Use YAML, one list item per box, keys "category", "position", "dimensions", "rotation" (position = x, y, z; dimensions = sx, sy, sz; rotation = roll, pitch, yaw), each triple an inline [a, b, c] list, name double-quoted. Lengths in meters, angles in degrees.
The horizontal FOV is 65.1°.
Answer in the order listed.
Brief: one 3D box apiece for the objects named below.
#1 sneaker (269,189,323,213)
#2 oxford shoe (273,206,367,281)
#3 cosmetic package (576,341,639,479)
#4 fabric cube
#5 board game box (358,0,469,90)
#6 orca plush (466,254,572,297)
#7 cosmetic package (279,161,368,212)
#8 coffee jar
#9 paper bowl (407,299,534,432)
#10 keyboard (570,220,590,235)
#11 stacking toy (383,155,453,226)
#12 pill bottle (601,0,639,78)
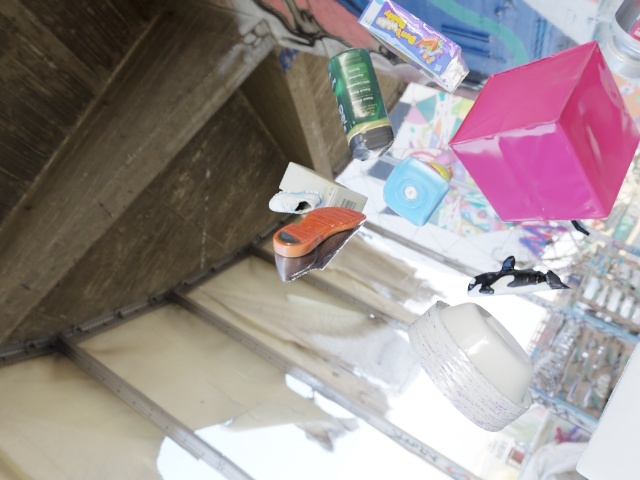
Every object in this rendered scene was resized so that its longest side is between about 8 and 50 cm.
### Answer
- category: "sneaker"
  position: [-0.090, -0.119, 1.639]
  dimensions: [0.071, 0.191, 0.083]
  rotation: [69, -151, -28]
- category: "oxford shoe"
  position: [0.000, 0.000, 1.044]
  dimensions: [0.271, 0.097, 0.098]
  rotation: [-25, -50, -44]
- category: "cosmetic package"
  position: [0.843, 0.449, 1.106]
  dimensions: [0.394, 0.329, 0.327]
  rotation: [19, -83, -45]
- category: "fabric cube"
  position: [0.485, -0.218, 1.090]
  dimensions: [0.258, 0.259, 0.254]
  rotation: [46, -115, -26]
- category: "board game box"
  position: [0.252, -0.490, 1.279]
  dimensions: [0.078, 0.233, 0.347]
  rotation: [-55, -11, 19]
- category: "orca plush"
  position: [0.486, 0.087, 1.285]
  dimensions: [0.287, 0.151, 0.102]
  rotation: [148, 120, -71]
- category: "cosmetic package"
  position: [0.006, -0.172, 1.805]
  dimensions: [0.160, 0.309, 0.113]
  rotation: [15, -77, -41]
- category: "coffee jar"
  position: [0.072, -0.237, 0.893]
  dimensions: [0.079, 0.184, 0.096]
  rotation: [-16, -6, -3]
- category: "paper bowl"
  position: [0.334, 0.245, 1.070]
  dimensions: [0.148, 0.284, 0.284]
  rotation: [-46, -20, 17]
- category: "keyboard"
  position: [0.636, -0.091, 1.331]
  dimensions: [0.100, 0.192, 0.038]
  rotation: [25, -53, -35]
- category: "stacking toy"
  position: [0.337, -0.180, 1.531]
  dimensions: [0.302, 0.166, 0.175]
  rotation: [-29, -27, -50]
- category: "pill bottle"
  position: [0.806, -0.547, 1.170]
  dimensions: [0.176, 0.176, 0.318]
  rotation: [-49, -16, -30]
